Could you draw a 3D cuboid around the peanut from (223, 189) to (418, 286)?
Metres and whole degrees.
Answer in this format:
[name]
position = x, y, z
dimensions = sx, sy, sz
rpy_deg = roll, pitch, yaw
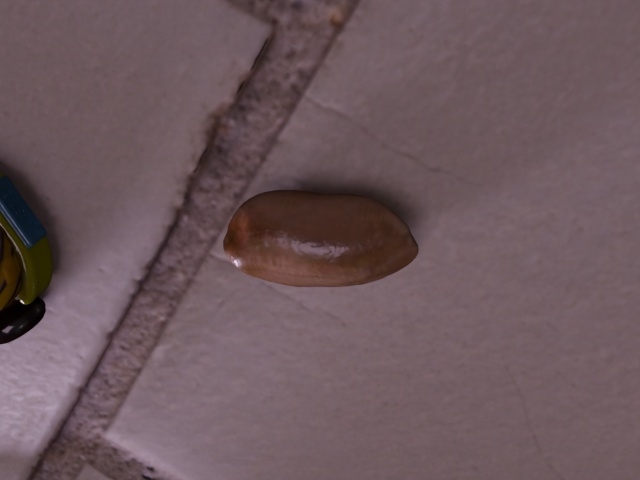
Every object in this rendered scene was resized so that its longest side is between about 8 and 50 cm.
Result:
[peanut]
position = 0.000, 0.000, 0.630
dimensions = 0.152, 0.076, 0.076
rpy_deg = 3, 116, 7

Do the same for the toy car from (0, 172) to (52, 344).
[toy car]
position = -0.363, 0.036, 0.699
dimensions = 0.248, 0.142, 0.200
rpy_deg = -29, 104, 23
